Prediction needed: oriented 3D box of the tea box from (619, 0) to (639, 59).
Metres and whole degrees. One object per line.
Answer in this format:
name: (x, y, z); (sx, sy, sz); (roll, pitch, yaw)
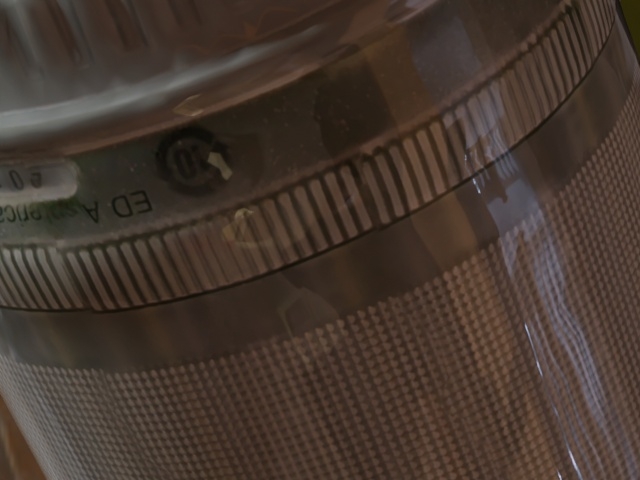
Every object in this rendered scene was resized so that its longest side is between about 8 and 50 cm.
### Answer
tea box: (0.076, -0.217, 0.778); (0.220, 0.324, 0.329); (23, 54, 31)

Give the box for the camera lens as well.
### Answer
camera lens: (0.000, 0.000, 0.573); (0.219, 0.274, 0.219); (-18, 28, 10)
